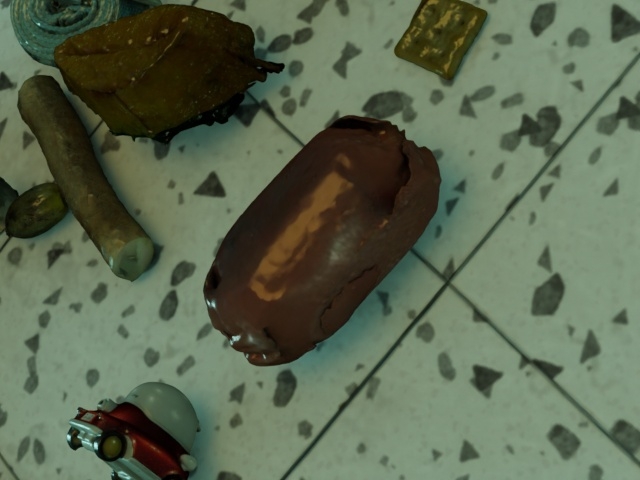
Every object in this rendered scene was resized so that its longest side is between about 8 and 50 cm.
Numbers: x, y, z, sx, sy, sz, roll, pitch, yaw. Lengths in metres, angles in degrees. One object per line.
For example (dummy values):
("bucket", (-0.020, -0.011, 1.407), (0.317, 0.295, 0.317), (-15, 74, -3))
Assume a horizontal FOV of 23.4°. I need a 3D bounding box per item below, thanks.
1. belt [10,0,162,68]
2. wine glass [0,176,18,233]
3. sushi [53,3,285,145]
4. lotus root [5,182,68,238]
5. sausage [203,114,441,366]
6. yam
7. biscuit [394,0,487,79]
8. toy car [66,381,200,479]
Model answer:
("belt", (-0.284, -0.270, 1.841), (0.163, 0.082, 0.148), (39, 107, 27))
("wine glass", (-0.448, -0.089, 1.873), (0.122, 0.122, 0.183), (-43, 51, 13))
("sushi", (-0.188, -0.170, 1.716), (0.287, 0.140, 0.149), (-15, 64, 29))
("lotus root", (-0.338, -0.032, 1.818), (0.099, 0.049, 0.054), (-30, 63, 27))
("sausage", (0.000, 0.000, 1.541), (0.280, 0.152, 0.152), (-49, 56, 8))
("yam", (-0.275, -0.075, 1.786), (0.066, 0.066, 0.300), (-41, 59, 14))
("biscuit", (0.125, -0.216, 1.613), (0.081, 0.018, 0.083), (31, 92, 34))
("toy car", (-0.182, 0.199, 1.606), (0.112, 0.139, 0.112), (6, 57, 54))
